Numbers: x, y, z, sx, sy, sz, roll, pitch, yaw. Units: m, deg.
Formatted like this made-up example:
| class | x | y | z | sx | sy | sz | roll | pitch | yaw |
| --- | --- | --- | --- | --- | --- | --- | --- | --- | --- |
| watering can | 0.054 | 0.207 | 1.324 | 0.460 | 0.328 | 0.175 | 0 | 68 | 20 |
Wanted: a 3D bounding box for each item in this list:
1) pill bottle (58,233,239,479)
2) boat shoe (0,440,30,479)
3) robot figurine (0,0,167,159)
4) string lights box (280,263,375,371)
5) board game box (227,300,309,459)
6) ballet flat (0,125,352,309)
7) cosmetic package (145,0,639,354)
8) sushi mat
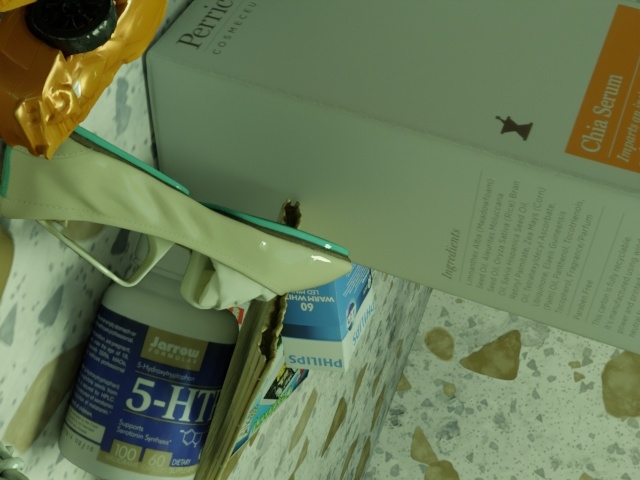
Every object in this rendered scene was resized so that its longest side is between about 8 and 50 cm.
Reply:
| class | x | y | z | sx | sy | sz | roll | pitch | yaw |
| --- | --- | --- | --- | --- | --- | --- | --- | --- | --- |
| pill bottle | -0.127 | 0.089 | 0.798 | 0.112 | 0.112 | 0.186 | 12 | 95 | -77 |
| boat shoe | -0.207 | 0.168 | 0.581 | 0.105 | 0.113 | 0.306 | -59 | 158 | 5 |
| robot figurine | -0.114 | -0.201 | 0.543 | 0.211 | 0.085 | 0.291 | 85 | 27 | -59 |
| string lights box | 0.000 | 0.000 | 1.116 | 0.133 | 0.077 | 0.259 | -58 | 146 | -57 |
| board game box | -0.064 | 0.120 | 1.212 | 0.305 | 0.053 | 0.193 | -33 | 138 | -69 |
| ballet flat | -0.092 | 0.000 | 0.656 | 0.086 | 0.248 | 0.086 | -39 | -142 | 39 |
| cosmetic package | 0.118 | -0.093 | 0.811 | 0.161 | 0.453 | 0.230 | 92 | 20 | -48 |
| sushi mat | -0.071 | 0.119 | 0.840 | 0.316 | 0.019 | 0.151 | 114 | -10 | -47 |
